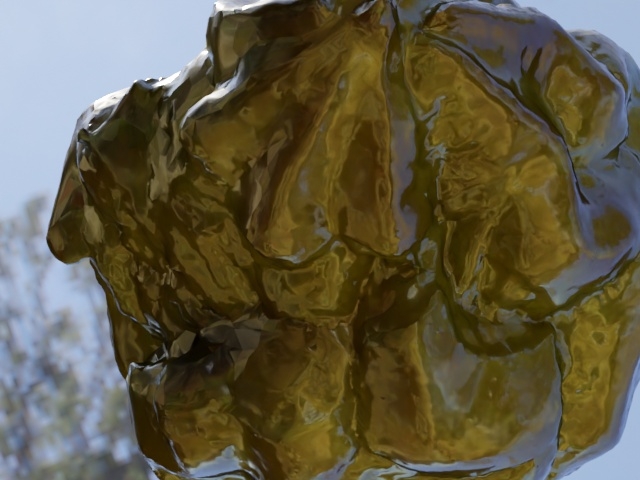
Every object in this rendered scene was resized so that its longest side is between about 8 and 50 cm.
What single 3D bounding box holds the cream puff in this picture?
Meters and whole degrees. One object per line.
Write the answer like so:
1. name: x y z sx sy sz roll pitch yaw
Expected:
1. cream puff: 0.000 0.000 0.422 0.146 0.116 0.146 -20 -120 38
